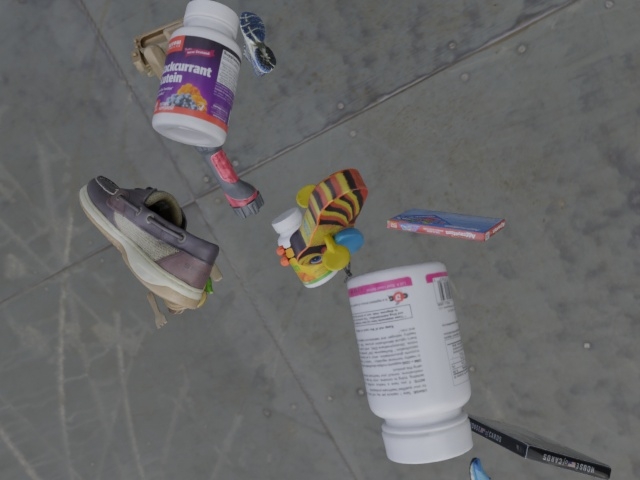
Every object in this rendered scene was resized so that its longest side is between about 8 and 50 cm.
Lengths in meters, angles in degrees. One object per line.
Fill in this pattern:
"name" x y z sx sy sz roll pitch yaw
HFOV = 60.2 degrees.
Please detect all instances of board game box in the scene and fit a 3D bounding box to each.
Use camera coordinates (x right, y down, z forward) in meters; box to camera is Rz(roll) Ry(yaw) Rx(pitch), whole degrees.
"board game box" 0.341 -0.046 1.510 0.281 0.145 0.027 10 112 37

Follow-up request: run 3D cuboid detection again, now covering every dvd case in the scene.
"dvd case" 0.391 0.383 1.050 0.179 0.239 0.029 19 82 -14

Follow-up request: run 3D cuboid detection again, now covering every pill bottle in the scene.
"pill bottle" 0.143 0.184 0.864 0.160 0.160 0.283 -14 81 30
"pill bottle" -0.054 0.020 1.802 0.136 0.136 0.245 -22 109 32
"pill bottle" -0.177 -0.246 0.816 0.108 0.108 0.193 7 82 23

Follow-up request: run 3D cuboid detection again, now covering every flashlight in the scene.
"flashlight" -0.272 -0.208 1.635 0.103 0.103 0.304 38 158 52

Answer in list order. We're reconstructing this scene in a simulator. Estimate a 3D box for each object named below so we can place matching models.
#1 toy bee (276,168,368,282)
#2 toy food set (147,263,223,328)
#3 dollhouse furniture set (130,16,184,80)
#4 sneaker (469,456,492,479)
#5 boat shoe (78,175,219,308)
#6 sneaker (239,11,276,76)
"toy bee" 0.000 0.000 1.067 0.162 0.195 0.298 -14 124 -15
"toy food set" -0.317 0.116 1.313 0.192 0.038 0.132 -38 50 2
"dollhouse furniture set" -0.279 -0.368 0.987 0.144 0.123 0.151 -21 62 2
"sneaker" 0.361 0.517 1.127 0.073 0.063 0.162 -31 75 7
"boat shoe" -0.216 -0.020 0.701 0.092 0.103 0.285 -52 48 -2
"sneaker" -0.137 -0.392 1.111 0.058 0.052 0.135 -28 78 59
